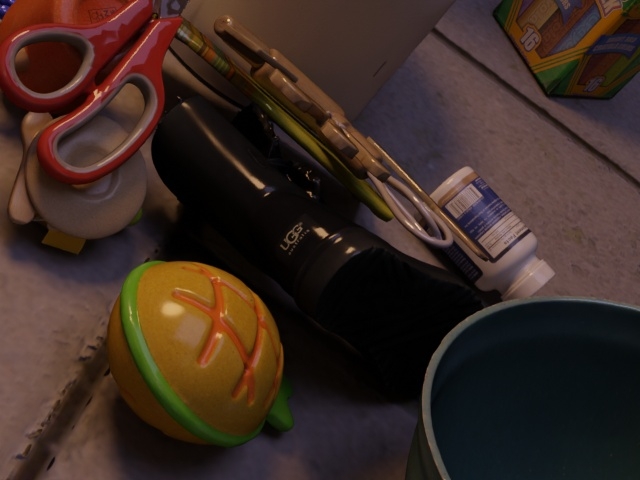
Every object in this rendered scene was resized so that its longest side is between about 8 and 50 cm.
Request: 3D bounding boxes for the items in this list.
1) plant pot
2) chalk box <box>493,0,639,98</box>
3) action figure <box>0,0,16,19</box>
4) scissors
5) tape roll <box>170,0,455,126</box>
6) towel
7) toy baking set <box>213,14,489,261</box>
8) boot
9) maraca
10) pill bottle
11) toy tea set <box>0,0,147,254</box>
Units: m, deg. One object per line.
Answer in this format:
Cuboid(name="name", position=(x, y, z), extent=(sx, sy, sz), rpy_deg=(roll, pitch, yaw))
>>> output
Cuboid(name="plant pot", position=(0.176, 0.201, 0.771), extent=(0.293, 0.196, 0.293), rpy_deg=(11, 35, -8))
Cuboid(name="chalk box", position=(0.321, -0.274, 1.373), extent=(0.132, 0.213, 0.132), rpy_deg=(-2, 55, -42))
Cuboid(name="action figure", position=(-0.227, -0.172, 0.955), extent=(0.115, 0.030, 0.038), rpy_deg=(29, 34, -19))
Cuboid(name="scissors", position=(-0.101, -0.157, 0.865), extent=(0.109, 0.021, 0.297), rpy_deg=(51, 59, -13))
Cuboid(name="tape roll", position=(-0.013, -0.242, 1.092), extent=(0.246, 0.169, 0.246), rpy_deg=(24, 42, -23))
Cuboid(name="towel", position=(-0.040, -0.099, 0.989), extent=(0.237, 0.021, 0.102), rpy_deg=(41, 7, -16))
Cuboid(name="toy baking set", position=(0.017, -0.070, 0.938), extent=(0.256, 0.030, 0.197), rpy_deg=(38, 11, -34))
Cuboid(name="boot", position=(0.000, 0.000, 0.918), extent=(0.207, 0.094, 0.246), rpy_deg=(44, 5, 34))
Cuboid(name="maraca", position=(-0.069, 0.073, 0.803), extent=(0.185, 0.099, 0.127), rpy_deg=(19, 47, -64))
Cuboid(name="pill bottle", position=(0.142, 0.000, 1.073), extent=(0.120, 0.067, 0.067), rpy_deg=(48, 38, 8))
Cuboid(name="toy tea set", position=(-0.264, -0.122, 0.837), extent=(0.336, 0.124, 0.200), rpy_deg=(22, 71, -28))
